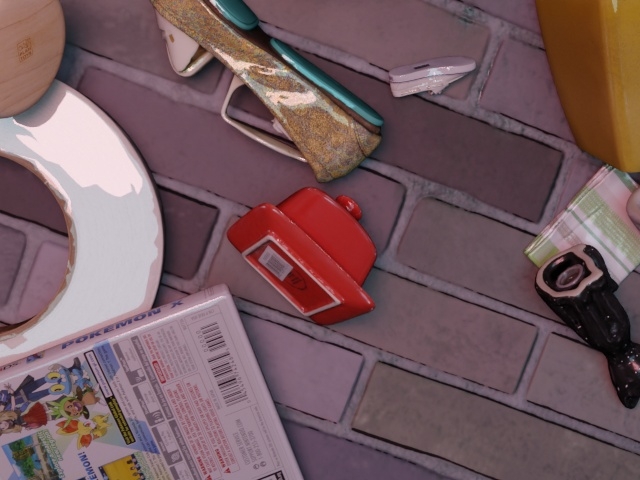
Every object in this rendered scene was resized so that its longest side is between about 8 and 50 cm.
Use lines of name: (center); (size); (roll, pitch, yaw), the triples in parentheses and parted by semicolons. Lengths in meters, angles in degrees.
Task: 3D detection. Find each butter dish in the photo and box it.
butter dish: (0.000, 0.000, 1.063); (0.160, 0.160, 0.118); (43, 67, -7)

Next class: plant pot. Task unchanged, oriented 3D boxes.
plant pot: (0.364, -0.184, 1.050); (0.212, 0.212, 0.187); (-8, 108, -5)

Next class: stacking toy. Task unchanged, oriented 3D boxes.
stacking toy: (-0.419, -0.233, 0.970); (0.330, 0.141, 0.141); (22, 92, 20)

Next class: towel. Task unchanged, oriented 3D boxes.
towel: (0.325, -0.002, 1.140); (0.113, 0.023, 0.152); (43, 90, -6)

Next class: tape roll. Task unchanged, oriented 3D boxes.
tape roll: (-0.360, 0.004, 1.054); (0.391, 0.072, 0.392); (0, 94, -5)

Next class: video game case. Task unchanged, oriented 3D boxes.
video game case: (-0.184, 0.241, 1.063); (0.299, 0.036, 0.329); (-21, 112, -4)

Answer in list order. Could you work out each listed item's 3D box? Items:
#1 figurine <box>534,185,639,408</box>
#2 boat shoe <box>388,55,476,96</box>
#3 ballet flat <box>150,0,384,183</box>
figurine: (0.380, 0.062, 1.115); (0.215, 0.092, 0.209); (-39, 115, -1)
boat shoe: (0.126, -0.181, 1.107); (0.100, 0.035, 0.035); (-14, 123, -8)
ballet flat: (-0.089, -0.192, 1.048); (0.348, 0.123, 0.123); (41, 90, -7)
